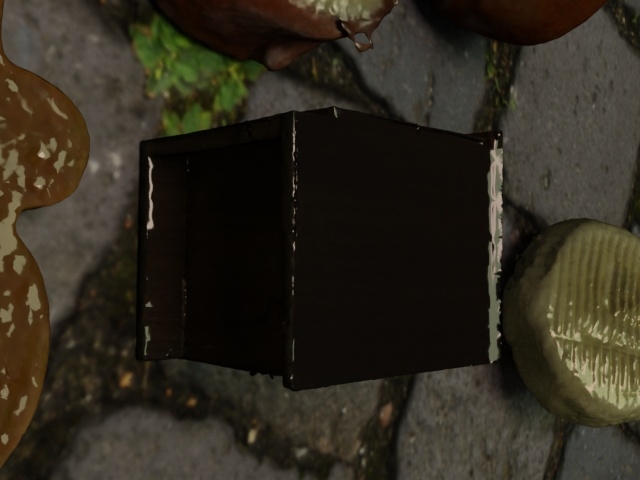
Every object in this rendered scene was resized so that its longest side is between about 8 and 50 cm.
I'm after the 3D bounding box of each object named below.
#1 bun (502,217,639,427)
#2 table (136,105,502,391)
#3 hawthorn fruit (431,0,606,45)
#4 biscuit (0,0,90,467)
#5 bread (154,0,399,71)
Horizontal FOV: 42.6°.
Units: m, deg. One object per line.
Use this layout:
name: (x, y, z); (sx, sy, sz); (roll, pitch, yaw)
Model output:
bun: (0.278, 0.086, 0.849); (0.220, 0.134, 0.220); (11, 63, -21)
table: (0.000, 0.000, 0.565); (0.193, 0.169, 0.172); (1, 88, -42)
hawthorn fruit: (0.204, -0.287, 0.765); (0.251, 0.199, 0.199); (-33, 113, -55)
biscuit: (-0.246, -0.018, 0.413); (0.275, 0.052, 0.354); (-9, 97, -43)
bread: (-0.043, -0.237, 0.559); (0.190, 0.123, 0.244); (-32, 111, -37)
